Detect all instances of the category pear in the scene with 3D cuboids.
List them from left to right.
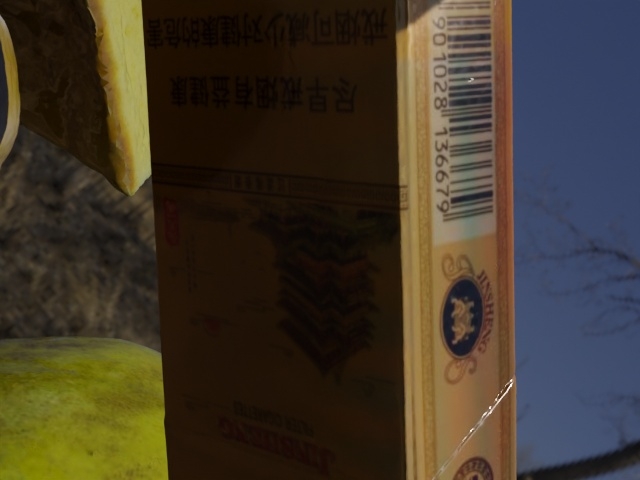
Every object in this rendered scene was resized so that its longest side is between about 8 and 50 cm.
[{"bbox_3d":[-0.207,0.194,0.865,0.375,0.287,0.287,31,1,-27],"label":"pear"}]

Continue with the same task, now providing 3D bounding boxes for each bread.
[{"bbox_3d":[-0.283,-0.210,1.022,0.361,0.233,0.245,6,-56,17],"label":"bread"}]

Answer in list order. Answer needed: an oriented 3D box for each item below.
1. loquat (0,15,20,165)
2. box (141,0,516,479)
[{"bbox_3d":[-0.258,-0.080,0.661,0.179,0.179,0.227,48,16,17],"label":"loquat"},{"bbox_3d":[0.000,0.000,0.584,0.174,0.076,0.274,8,-76,48],"label":"box"}]
